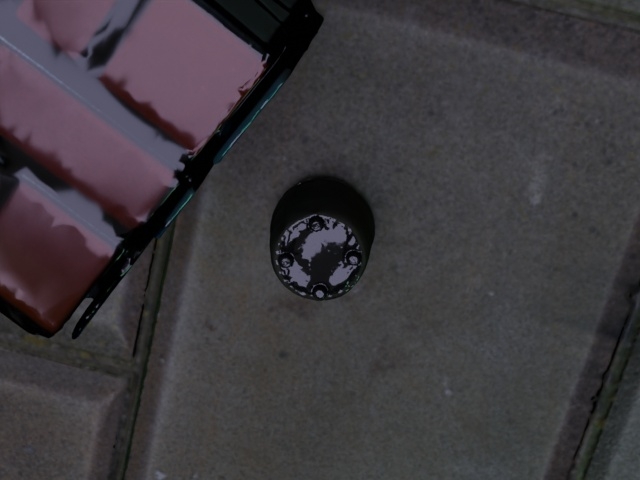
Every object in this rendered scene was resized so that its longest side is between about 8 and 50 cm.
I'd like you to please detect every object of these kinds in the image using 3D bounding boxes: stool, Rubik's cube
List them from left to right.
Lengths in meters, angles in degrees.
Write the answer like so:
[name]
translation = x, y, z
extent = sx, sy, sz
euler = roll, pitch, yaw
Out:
[Rubik's cube]
translation = -0.196, -0.141, 0.839
extent = 0.293, 0.288, 0.283
euler = 41, 107, -7
[stool]
translation = 0.000, 0.000, 0.958
extent = 0.096, 0.110, 0.096
euler = 0, 108, 1
